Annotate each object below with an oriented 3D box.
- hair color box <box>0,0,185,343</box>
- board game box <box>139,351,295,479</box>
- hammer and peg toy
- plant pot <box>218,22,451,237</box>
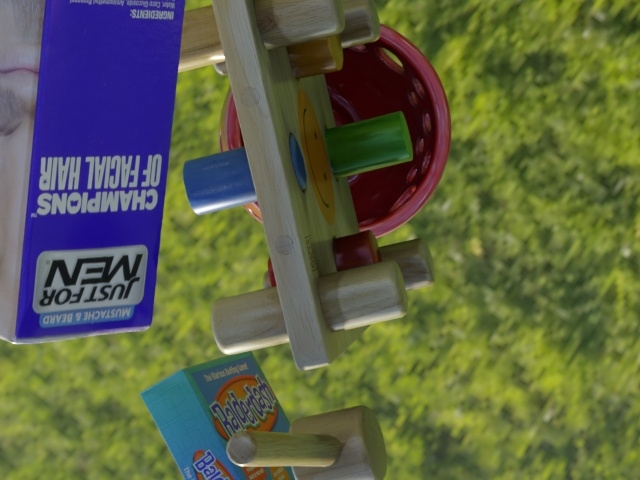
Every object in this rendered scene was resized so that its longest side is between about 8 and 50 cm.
[{"bbox_3d":[-0.175,-0.127,1.053,0.185,0.110,0.339,16,106,43],"label":"hair color box"},{"bbox_3d":[-0.052,0.197,1.492,0.047,0.160,0.210,-31,84,17],"label":"board game box"},{"bbox_3d":[0.000,0.000,1.226,0.127,0.266,0.361,-12,92,10],"label":"hammer and peg toy"},{"bbox_3d":[0.003,-0.091,1.574,0.191,0.191,0.174,43,174,-7],"label":"plant pot"}]
